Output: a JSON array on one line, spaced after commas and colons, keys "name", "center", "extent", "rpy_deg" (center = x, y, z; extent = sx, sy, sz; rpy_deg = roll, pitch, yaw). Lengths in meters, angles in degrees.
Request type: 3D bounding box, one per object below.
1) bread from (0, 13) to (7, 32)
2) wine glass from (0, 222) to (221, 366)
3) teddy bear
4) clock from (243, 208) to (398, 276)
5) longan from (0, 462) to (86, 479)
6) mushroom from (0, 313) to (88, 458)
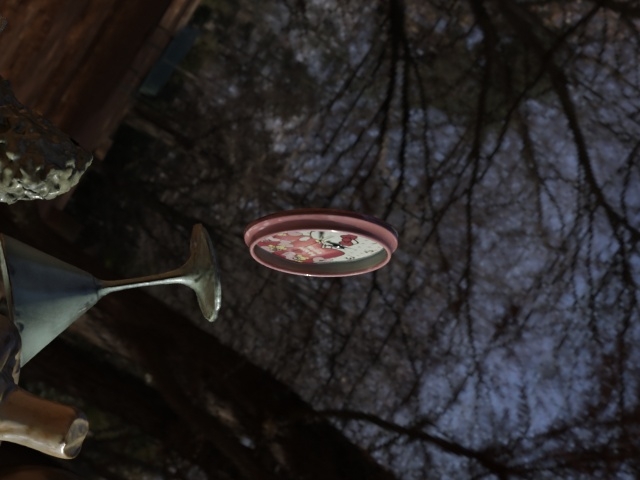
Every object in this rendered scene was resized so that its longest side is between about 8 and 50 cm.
[{"name": "bread", "center": [-0.548, -0.342, 1.594], "extent": [0.035, 0.083, 0.070], "rpy_deg": [-42, -152, 52]}, {"name": "wine glass", "center": [-0.417, 0.093, 1.992], "extent": [0.267, 0.406, 0.267], "rpy_deg": [174, -90, -69]}, {"name": "teddy bear", "center": [-0.540, -0.152, 1.581], "extent": [0.357, 0.367, 0.224], "rpy_deg": [-7, 131, -57]}, {"name": "clock", "center": [0.000, -0.001, 1.579], "extent": [0.244, 0.244, 0.056], "rpy_deg": [-33, -131, 58]}, {"name": "longan", "center": [-0.267, 0.301, 0.847], "extent": [0.246, 0.215, 0.246], "rpy_deg": [-53, -172, 11]}, {"name": "mushroom", "center": [-0.370, 0.187, 1.136], "extent": [0.207, 0.215, 0.207], "rpy_deg": [-164, -90, -89]}]
